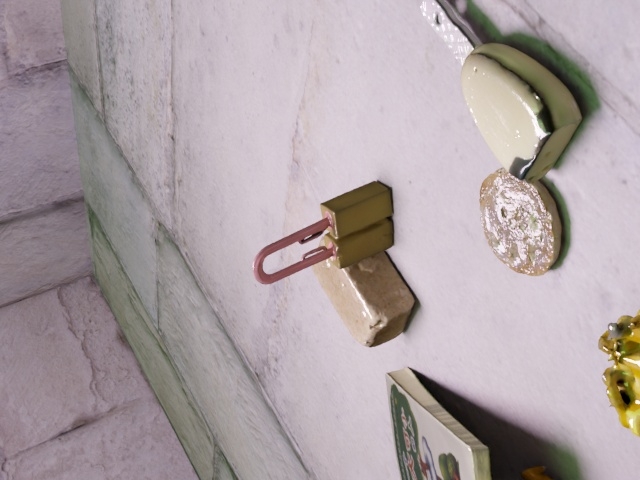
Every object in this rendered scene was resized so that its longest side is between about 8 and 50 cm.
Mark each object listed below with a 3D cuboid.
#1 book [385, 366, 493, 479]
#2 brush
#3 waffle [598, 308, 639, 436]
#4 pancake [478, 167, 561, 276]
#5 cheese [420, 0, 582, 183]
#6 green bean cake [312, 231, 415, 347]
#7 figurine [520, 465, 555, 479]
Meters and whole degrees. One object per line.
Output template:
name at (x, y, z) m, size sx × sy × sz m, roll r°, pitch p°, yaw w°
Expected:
book at (0.176, 0.357, 1.269) m, size 0.371 × 0.043 × 0.261 m, roll -150°, pitch 51°, yaw -77°
brush at (0.000, 0.000, 1.271) m, size 0.047 × 0.233 × 0.103 m, roll 37°, pitch 143°, yaw 48°
waffle at (0.377, 0.161, 0.824) m, size 0.281 × 0.060 × 0.262 m, roll 61°, pitch 155°, yaw 17°
pancake at (0.232, -0.021, 1.025) m, size 0.139 × 0.022 × 0.140 m, roll 44°, pitch 145°, yaw 42°
cheese at (0.183, -0.185, 0.962) m, size 0.252 × 0.054 × 0.127 m, roll 58°, pitch 154°, yaw 24°
green bean cake at (0.065, 0.070, 1.375) m, size 0.179 × 0.085 × 0.109 m, roll 59°, pitch 153°, yaw 23°
figurine at (0.293, 0.382, 1.108) m, size 0.176 × 0.122 × 0.121 m, roll 48°, pitch 112°, yaw 23°
